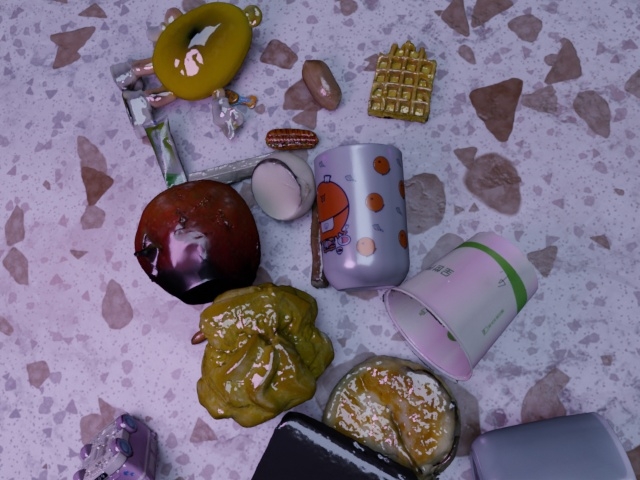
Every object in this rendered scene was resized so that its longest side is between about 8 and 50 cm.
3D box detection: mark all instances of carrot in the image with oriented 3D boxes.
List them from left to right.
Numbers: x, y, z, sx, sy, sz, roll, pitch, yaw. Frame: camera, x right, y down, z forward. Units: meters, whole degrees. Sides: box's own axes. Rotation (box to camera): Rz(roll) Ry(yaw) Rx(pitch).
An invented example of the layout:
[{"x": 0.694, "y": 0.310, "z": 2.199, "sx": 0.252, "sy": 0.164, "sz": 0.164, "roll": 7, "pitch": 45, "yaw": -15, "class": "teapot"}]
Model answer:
[{"x": -0.241, "y": 0.215, "z": 1.362, "sx": 0.191, "sy": 0.047, "sz": 0.047, "roll": -22, "pitch": 78, "yaw": 3, "class": "carrot"}]

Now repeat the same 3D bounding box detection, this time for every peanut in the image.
[{"x": 0.004, "y": -0.410, "z": 1.432, "sx": 0.076, "sy": 0.076, "sz": 0.152, "roll": -30, "pitch": 83, "yaw": 0, "class": "peanut"}]

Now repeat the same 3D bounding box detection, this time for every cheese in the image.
[{"x": -0.227, "y": -0.384, "z": 1.482, "sx": 0.111, "sy": 0.017, "sz": 0.047, "roll": 11, "pitch": 84, "yaw": 8, "class": "cheese"}]

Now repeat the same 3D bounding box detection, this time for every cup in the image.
[{"x": 0.102, "y": -0.044, "z": 1.287, "sx": 0.212, "sy": 0.212, "sz": 0.317, "roll": -6, "pitch": 80, "yaw": 5, "class": "cup"}, {"x": 0.316, "y": 0.129, "z": 1.207, "sx": 0.274, "sy": 0.253, "sz": 0.253, "roll": -39, "pitch": 78, "yaw": -17, "class": "cup"}, {"x": 0.473, "y": 0.551, "z": 1.140, "sx": 0.274, "sy": 0.259, "sz": 0.356, "roll": -9, "pitch": 110, "yaw": 6, "class": "cup"}]

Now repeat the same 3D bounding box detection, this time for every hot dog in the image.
[{"x": -0.075, "y": -0.265, "z": 1.432, "sx": 0.144, "sy": 0.038, "sz": 0.062, "roll": 2, "pitch": 80, "yaw": 7, "class": "hot dog"}]

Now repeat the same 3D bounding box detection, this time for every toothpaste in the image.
[{"x": -0.393, "y": -0.199, "z": 1.426, "sx": 0.078, "sy": 0.047, "sz": 0.248, "roll": -17, "pitch": 95, "yaw": 11, "class": "toothpaste"}]

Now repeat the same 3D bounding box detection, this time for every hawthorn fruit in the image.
[{"x": -0.278, "y": 0.008, "z": 1.288, "sx": 0.316, "sy": 0.316, "sz": 0.316, "roll": -1, "pitch": 80, "yaw": 6, "class": "hawthorn fruit"}]

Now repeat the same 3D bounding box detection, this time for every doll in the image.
[{"x": -0.357, "y": -0.441, "z": 1.438, "sx": 0.423, "sy": 0.161, "sz": 0.348, "roll": 2, "pitch": 97, "yaw": 9, "class": "doll"}]

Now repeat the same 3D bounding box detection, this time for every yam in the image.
[{"x": 0.000, "y": 0.000, "z": 1.368, "sx": 0.057, "sy": 0.057, "sz": 0.241, "roll": -1, "pitch": 81, "yaw": 6, "class": "yam"}]

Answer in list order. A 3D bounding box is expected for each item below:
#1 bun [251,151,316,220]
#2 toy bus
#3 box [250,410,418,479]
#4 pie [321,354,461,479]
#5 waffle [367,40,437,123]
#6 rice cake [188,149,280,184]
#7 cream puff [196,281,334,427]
[{"x": -0.082, "y": -0.139, "z": 1.366, "sx": 0.173, "sy": 0.120, "sz": 0.173, "roll": 15, "pitch": 119, "yaw": 29, "class": "bun"}, {"x": -0.465, "y": 0.513, "z": 1.261, "sx": 0.142, "sy": 0.202, "sz": 0.142, "roll": -40, "pitch": 110, "yaw": -1, "class": "toy bus"}, {"x": 0.002, "y": 0.594, "z": 1.208, "sx": 0.350, "sy": 0.091, "sz": 0.359, "roll": 26, "pitch": 101, "yaw": 9, "class": "box"}, {"x": 0.159, "y": 0.435, "z": 1.263, "sx": 0.339, "sy": 0.077, "sz": 0.339, "roll": -1, "pitch": 85, "yaw": 12, "class": "pie"}, {"x": 0.218, "y": -0.419, "z": 1.419, "sx": 0.160, "sy": 0.055, "sz": 0.211, "roll": 11, "pitch": 80, "yaw": 9, "class": "waffle"}, {"x": -0.223, "y": -0.179, "z": 1.429, "sx": 0.256, "sy": 0.052, "sz": 0.057, "roll": -14, "pitch": 110, "yaw": 4, "class": "rice cake"}, {"x": -0.140, "y": 0.245, "z": 1.203, "sx": 0.323, "sy": 0.274, "sz": 0.270, "roll": -21, "pitch": 121, "yaw": -2, "class": "cream puff"}]
